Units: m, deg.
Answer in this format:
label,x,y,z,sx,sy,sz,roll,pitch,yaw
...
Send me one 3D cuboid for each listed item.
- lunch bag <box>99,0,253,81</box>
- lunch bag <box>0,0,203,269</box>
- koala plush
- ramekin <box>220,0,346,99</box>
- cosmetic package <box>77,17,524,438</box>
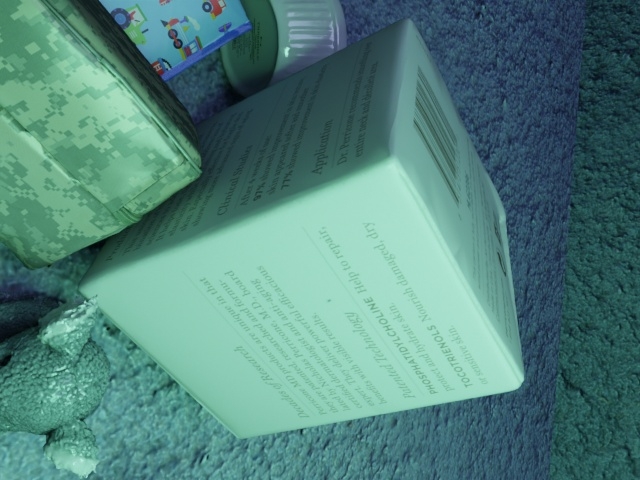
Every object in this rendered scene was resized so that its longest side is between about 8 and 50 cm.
label,x,y,z,sx,sy,sz,roll,pitch,yaw
lunch bag,-0.268,-0.298,0.753,0.293,0.138,0.221,-45,122,-29
lunch bag,-0.309,-0.133,0.609,0.256,0.212,0.305,-36,124,4
koala plush,-0.292,0.134,0.611,0.203,0.221,0.196,4,84,-47
ramekin,-0.067,-0.302,0.908,0.109,0.207,0.207,-14,97,-37
cosmetic package,0.000,0.000,0.753,0.327,0.393,0.329,54,31,-31
